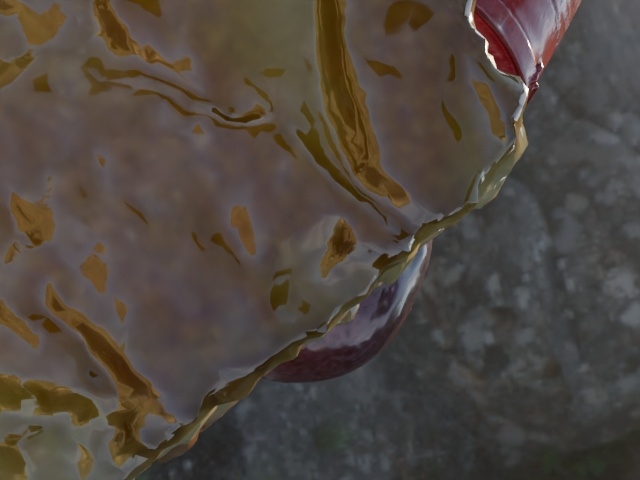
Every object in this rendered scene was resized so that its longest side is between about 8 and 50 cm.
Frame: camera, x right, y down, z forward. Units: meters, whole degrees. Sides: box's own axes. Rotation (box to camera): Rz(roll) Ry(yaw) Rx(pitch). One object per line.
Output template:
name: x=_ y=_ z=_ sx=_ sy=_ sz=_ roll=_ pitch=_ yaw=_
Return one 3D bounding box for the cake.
cake: x=-0.108 y=-0.047 z=0.580 sx=0.293 sy=0.314 sz=0.307 roll=58 pitch=-8 yaw=-2

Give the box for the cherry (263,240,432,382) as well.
cherry: x=-0.009 y=0.000 z=1.040 sx=0.239 sy=0.206 sz=0.239 roll=-171 pitch=-90 yaw=-88

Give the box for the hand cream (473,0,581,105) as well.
hand cream: x=0.082 y=-0.176 z=0.840 sx=0.193 sy=0.193 sz=0.125 roll=51 pitch=59 yaw=-35
